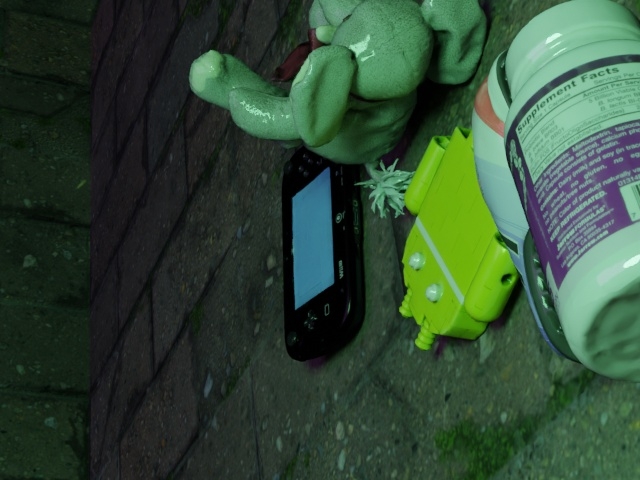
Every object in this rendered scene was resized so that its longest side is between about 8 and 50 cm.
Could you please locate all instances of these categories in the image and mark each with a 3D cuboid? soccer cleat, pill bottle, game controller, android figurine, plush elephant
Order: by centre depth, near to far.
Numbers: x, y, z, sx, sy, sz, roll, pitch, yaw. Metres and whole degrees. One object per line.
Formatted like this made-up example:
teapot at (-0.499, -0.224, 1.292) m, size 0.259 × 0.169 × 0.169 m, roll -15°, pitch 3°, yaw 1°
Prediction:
pill bottle at (0.241, -0.051, 1.028) m, size 0.169 × 0.169 × 0.302 m, roll 120°, pitch 151°, yaw -41°
soccer cleat at (0.205, -0.023, 1.184) m, size 0.116 × 0.108 × 0.318 m, roll 120°, pitch 145°, yaw -56°
android figurine at (0.154, -0.009, 1.388) m, size 0.248 × 0.056 × 0.273 m, roll -112°, pitch 39°, yaw -53°
plush elephant at (0.036, -0.212, 1.497) m, size 0.330 × 0.271 × 0.255 m, roll 52°, pitch 151°, yaw 22°
game controller at (0.000, 0.000, 1.751) m, size 0.166 × 0.067 × 0.319 m, roll 133°, pitch 140°, yaw -54°
